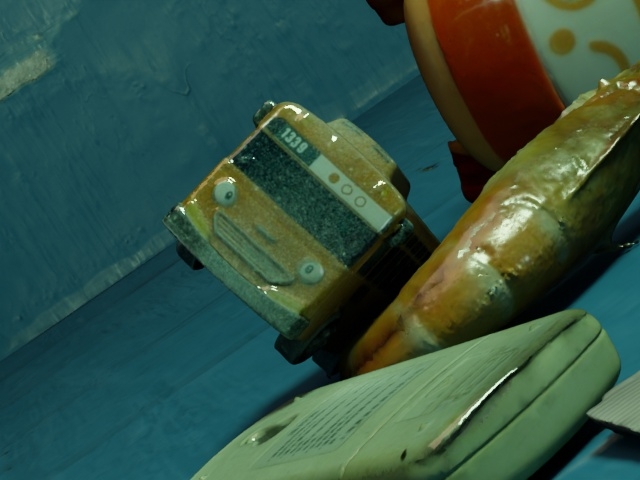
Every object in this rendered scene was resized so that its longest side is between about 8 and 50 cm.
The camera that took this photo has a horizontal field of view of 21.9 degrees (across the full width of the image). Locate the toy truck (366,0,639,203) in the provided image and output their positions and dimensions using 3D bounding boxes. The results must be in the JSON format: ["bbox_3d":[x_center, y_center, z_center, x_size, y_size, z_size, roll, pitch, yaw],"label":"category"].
[{"bbox_3d":[0.178,-0.154,0.966,0.239,0.189,0.265,-17,16,39],"label":"toy truck"}]

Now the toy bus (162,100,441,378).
[{"bbox_3d":[0.000,0.000,0.815,0.103,0.091,0.182,-48,-13,1],"label":"toy bus"}]

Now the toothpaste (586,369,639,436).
[{"bbox_3d":[0.203,-0.034,0.522,0.282,0.068,0.099,-42,-19,-11],"label":"toothpaste"}]

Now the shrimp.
[{"bbox_3d":[0.101,-0.007,0.788,0.248,0.068,0.150,-40,2,-11],"label":"shrimp"}]

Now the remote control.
[{"bbox_3d":[0.020,0.080,0.643,0.098,0.038,0.233,-37,6,-30],"label":"remote control"}]
